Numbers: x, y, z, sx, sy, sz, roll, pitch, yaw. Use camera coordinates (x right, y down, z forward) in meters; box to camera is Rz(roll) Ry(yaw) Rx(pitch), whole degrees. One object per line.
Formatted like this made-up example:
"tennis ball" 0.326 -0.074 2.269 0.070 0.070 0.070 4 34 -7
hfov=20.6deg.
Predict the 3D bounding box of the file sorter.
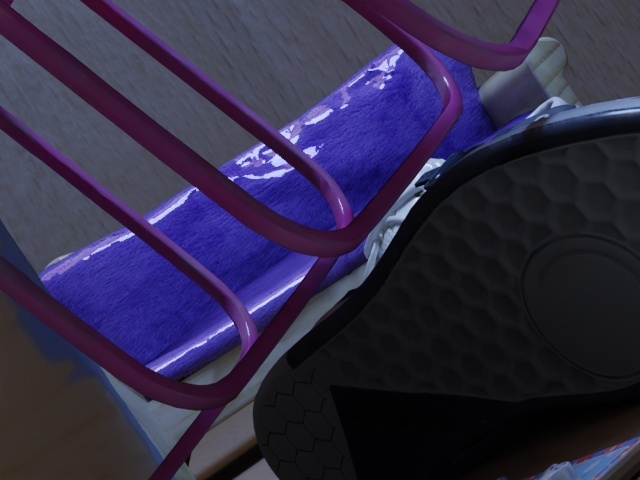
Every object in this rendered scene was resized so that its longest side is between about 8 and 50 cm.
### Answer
"file sorter" -0.039 -0.078 0.555 0.291 0.182 0.202 -52 1 28

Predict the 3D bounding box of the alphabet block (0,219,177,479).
"alphabet block" -0.187 0.118 0.718 0.197 0.192 0.193 -35 -2 -23

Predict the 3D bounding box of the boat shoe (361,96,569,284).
"boat shoe" 0.066 0.002 0.972 0.277 0.096 0.098 -34 0 -41

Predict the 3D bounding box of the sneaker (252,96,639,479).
"sneaker" 0.087 -0.007 0.559 0.163 0.086 0.226 -37 1 -41

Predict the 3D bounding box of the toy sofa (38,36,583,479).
"toy sofa" 0.000 0.000 1.116 0.362 0.177 0.150 -33 -1 -12

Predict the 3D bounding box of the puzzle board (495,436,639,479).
"puzzle board" 0.011 0.090 0.416 0.128 0.011 0.096 -33 0 -32
